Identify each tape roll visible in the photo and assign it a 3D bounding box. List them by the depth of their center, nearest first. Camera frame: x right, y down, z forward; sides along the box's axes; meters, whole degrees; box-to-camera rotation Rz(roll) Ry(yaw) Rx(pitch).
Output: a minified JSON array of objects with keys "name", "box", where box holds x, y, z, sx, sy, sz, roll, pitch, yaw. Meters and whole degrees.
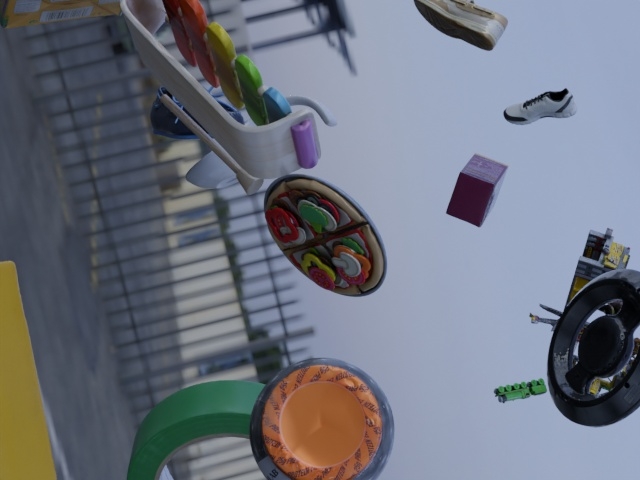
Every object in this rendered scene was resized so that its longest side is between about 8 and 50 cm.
[{"name":"tape roll","box":[-0.131,0.358,1.836,0.077,0.321,0.321,-90,170,-56]}]

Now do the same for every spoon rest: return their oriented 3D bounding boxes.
[{"name":"spoon rest","box":[-0.110,-0.170,2.049,0.084,0.276,0.137,65,12,8]}]

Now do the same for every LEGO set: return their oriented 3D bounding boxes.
[{"name":"LEGO set","box":[0.556,0.127,2.238,0.331,0.255,0.192,-47,153,-41]}]

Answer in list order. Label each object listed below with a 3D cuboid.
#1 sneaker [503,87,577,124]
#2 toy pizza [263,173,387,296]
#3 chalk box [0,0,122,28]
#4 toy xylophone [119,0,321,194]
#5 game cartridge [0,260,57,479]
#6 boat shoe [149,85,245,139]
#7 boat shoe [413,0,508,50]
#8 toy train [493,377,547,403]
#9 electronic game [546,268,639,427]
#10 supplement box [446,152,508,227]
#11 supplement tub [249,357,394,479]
[{"name":"sneaker","box":[0.324,-0.202,1.784,0.043,0.109,0.040,64,21,-46]},{"name":"toy pizza","box":[0.000,0.000,1.597,0.201,0.032,0.201,27,-39,24]},{"name":"chalk box","box":[-0.364,-0.458,1.626,0.179,0.180,0.288,160,-82,-68]},{"name":"toy xylophone","box":[-0.129,-0.187,1.448,0.322,0.081,0.236,48,-12,13]},{"name":"game cartridge","box":[-0.419,0.195,1.316,0.285,0.053,0.323,-9,88,-60]},{"name":"boat shoe","box":[-0.210,-0.207,1.909,0.258,0.109,0.089,11,-75,50]},{"name":"boat shoe","box":[0.217,-0.346,1.841,0.170,0.059,0.063,36,-11,35]},{"name":"toy train","box":[0.275,0.207,1.651,0.017,0.083,0.023,-45,-123,59]},{"name":"electronic game","box":[0.398,0.148,1.671,0.229,0.048,0.229,-42,-145,40]},{"name":"supplement box","box":[0.175,-0.057,1.339,0.083,0.043,0.055,-45,155,-64]},{"name":"supplement tub","box":[0.001,0.162,0.995,0.190,0.117,0.117,87,-11,-76]}]
